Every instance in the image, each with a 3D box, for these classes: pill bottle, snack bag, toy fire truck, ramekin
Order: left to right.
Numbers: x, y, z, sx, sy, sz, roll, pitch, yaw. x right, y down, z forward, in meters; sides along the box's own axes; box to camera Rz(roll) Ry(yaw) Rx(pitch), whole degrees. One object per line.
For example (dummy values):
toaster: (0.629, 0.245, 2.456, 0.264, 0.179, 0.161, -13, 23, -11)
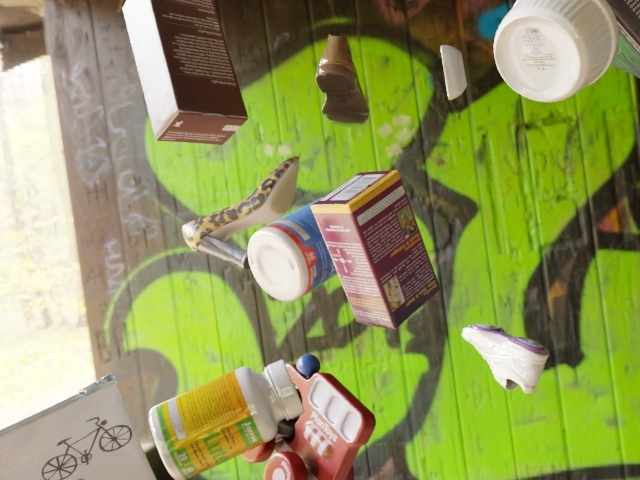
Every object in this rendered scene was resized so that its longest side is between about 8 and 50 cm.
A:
snack bag: (-0.488, 0.433, 1.306, 0.323, 0.343, 0.037, -24, 36, -22)
pill bottle: (-0.158, 0.303, 1.228, 0.245, 0.136, 0.136, -23, 3, -7)
toy fire truck: (-0.026, 0.381, 1.470, 0.169, 0.254, 0.302, 13, 17, -41)
pill bottle: (0.000, 0.000, 1.149, 0.124, 0.124, 0.221, -7, 18, 47)
ramekin: (0.409, -0.347, 1.266, 0.109, 0.207, 0.207, -42, 20, -31)

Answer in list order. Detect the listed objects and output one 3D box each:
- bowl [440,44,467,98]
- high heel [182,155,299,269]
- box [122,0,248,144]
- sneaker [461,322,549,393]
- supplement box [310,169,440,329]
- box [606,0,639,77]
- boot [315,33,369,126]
bowl: (0.352, -0.446, 1.869, 0.053, 0.142, 0.142, -10, 8, 11)
high heel: (-0.163, -0.081, 1.431, 0.186, 0.261, 0.093, 21, -17, 28)
box: (-0.325, -0.427, 1.695, 0.191, 0.382, 0.143, -1, -25, -40)
sneaker: (0.479, 0.315, 1.924, 0.114, 0.152, 0.305, 5, 8, -26)
supplement box: (0.077, 0.012, 0.957, 0.104, 0.188, 0.080, -35, 24, -33)
box: (0.602, -0.624, 1.521, 0.471, 0.297, 0.480, 31, 17, -28)
boot: (0.056, -0.355, 1.617, 0.112, 0.115, 0.305, 3, -17, 9)
